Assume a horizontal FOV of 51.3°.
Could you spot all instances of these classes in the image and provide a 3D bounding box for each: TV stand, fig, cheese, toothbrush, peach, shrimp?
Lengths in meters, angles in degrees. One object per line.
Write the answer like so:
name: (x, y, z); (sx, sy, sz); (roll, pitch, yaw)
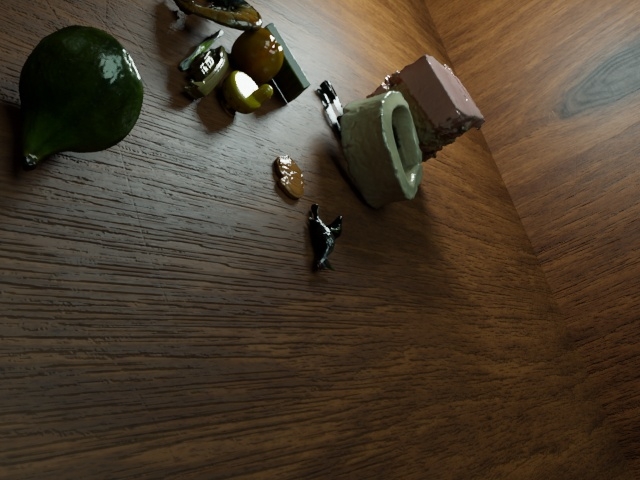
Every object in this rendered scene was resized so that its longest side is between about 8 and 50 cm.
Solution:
TV stand: (0.058, -0.378, 2.067); (0.036, 0.042, 0.249); (-7, 71, -61)
fig: (-0.417, -0.217, 1.069); (0.203, 0.203, 0.235); (51, 55, -16)
cheese: (0.196, -0.273, 2.014); (0.292, 0.153, 0.333); (-32, 110, -61)
toothbrush: (-0.287, -0.469, 1.626); (0.263, 0.026, 0.022); (-70, 141, -54)
peach: (-0.161, -0.482, 1.733); (0.138, 0.138, 0.138); (38, 37, -35)
shrimp: (-0.275, -0.600, 1.691); (0.222, 0.054, 0.290); (-1, 37, -29)

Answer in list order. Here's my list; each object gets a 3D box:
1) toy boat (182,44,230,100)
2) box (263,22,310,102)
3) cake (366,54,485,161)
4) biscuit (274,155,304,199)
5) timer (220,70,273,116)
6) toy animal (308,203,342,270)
toy boat: (-0.267, -0.399, 1.550); (0.072, 0.064, 0.206); (58, 30, -29)
box: (-0.110, -0.483, 1.826); (0.030, 0.121, 0.193); (-34, 96, -26)
cake: (0.342, -0.444, 2.298); (0.314, 0.306, 0.293); (-17, 77, -60)
biscuit: (-0.076, -0.162, 1.693); (0.102, 0.019, 0.131); (34, 38, -40)
timer: (-0.182, -0.362, 1.611); (0.107, 0.109, 0.107); (37, 37, -34)
toy animal: (0.008, 0.000, 1.655); (0.105, 0.070, 0.203); (30, 42, -22)
